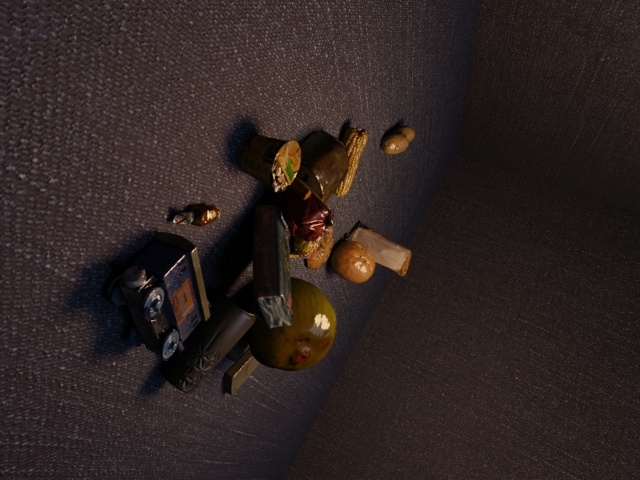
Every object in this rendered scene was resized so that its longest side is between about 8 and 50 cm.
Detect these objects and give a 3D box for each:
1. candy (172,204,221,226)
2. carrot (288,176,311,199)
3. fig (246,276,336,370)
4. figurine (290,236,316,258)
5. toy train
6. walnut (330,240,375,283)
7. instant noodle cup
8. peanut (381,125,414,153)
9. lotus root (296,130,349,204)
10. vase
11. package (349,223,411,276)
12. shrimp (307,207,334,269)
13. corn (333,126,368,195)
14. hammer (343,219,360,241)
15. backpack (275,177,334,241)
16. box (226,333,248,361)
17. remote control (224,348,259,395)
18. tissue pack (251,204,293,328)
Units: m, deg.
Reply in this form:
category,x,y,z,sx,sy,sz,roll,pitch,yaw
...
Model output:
category,x,y,z,sx,sy,sz,roll,pitch,yaw
candy,-0.300,-0.062,1.167,0.182,0.046,0.053,-18,130,-66
carrot,-0.094,-0.183,1.381,0.055,0.161,0.055,-43,167,-12
fig,-0.114,0.276,1.617,0.343,0.343,0.343,-51,154,-36
figurine,-0.071,0.015,1.757,0.114,0.095,0.156,-31,164,-24
toy train,-0.377,0.141,1.101,0.300,0.131,0.202,94,21,-44
walnut,0.160,0.108,2.231,0.195,0.221,0.195,-53,-177,4
instant noodle cup,-0.142,-0.222,1.277,0.151,0.122,0.151,-54,158,-33
peanut,0.391,-0.503,2.292,0.263,0.117,0.101,-48,172,-46
lotus root,0.017,-0.236,1.620,0.260,0.149,0.267,-51,157,-34
vase,-0.336,0.288,1.348,0.301,0.156,0.251,-54,130,-14
package,0.319,0.048,2.419,0.165,0.311,0.221,-64,158,2
shrimp,0.000,0.000,1.950,0.164,0.062,0.317,-40,150,-44
corn,0.107,-0.310,1.830,0.101,0.101,0.292,-33,145,-55
hammer,0.167,-0.055,2.351,0.178,0.021,0.065,-49,153,-39
backpack,-0.062,-0.089,1.485,0.139,0.229,0.229,-39,153,-12
box,-0.310,0.327,1.550,0.103,0.055,0.244,-58,158,-23
remote control,-0.278,0.476,1.824,0.285,0.038,0.124,-46,153,-46
tissue pack,-0.148,0.082,1.414,0.228,0.103,0.316,84,0,-57
